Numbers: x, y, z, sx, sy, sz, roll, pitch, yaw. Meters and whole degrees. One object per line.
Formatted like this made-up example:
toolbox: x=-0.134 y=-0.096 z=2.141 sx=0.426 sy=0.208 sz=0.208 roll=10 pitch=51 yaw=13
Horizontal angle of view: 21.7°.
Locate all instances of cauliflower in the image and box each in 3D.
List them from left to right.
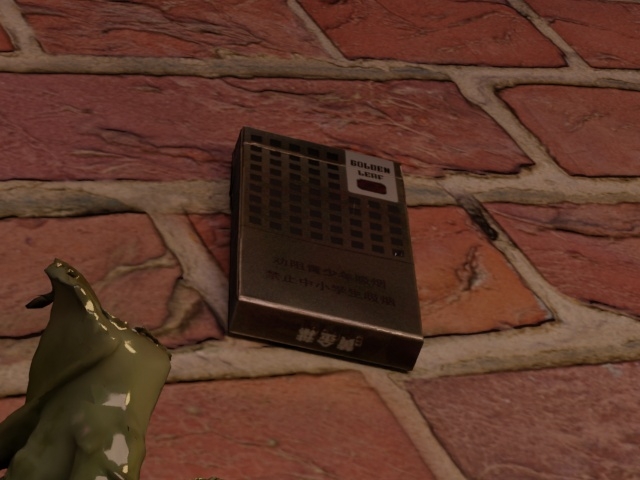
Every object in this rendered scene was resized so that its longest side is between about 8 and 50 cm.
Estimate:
cauliflower: x=-0.150 y=0.200 z=1.036 sx=0.260 sy=0.281 sz=0.327 roll=40 pitch=3 yaw=-27

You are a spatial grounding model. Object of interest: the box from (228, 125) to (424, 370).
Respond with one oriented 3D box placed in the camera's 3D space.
box: x=0.001 y=0.000 z=1.641 sx=0.180 sy=0.047 sz=0.325 roll=13 pitch=31 yaw=-10
